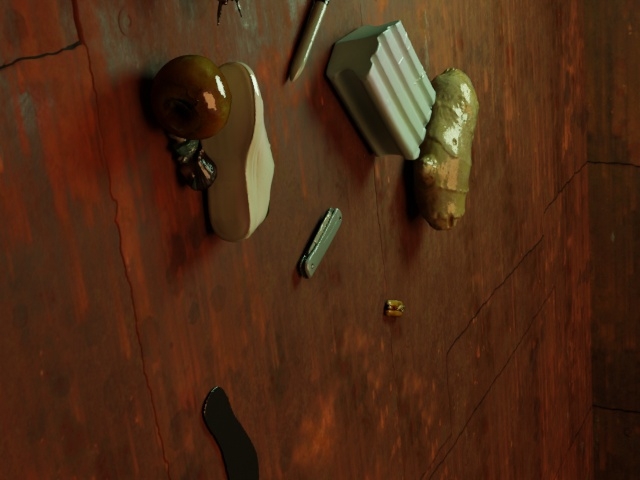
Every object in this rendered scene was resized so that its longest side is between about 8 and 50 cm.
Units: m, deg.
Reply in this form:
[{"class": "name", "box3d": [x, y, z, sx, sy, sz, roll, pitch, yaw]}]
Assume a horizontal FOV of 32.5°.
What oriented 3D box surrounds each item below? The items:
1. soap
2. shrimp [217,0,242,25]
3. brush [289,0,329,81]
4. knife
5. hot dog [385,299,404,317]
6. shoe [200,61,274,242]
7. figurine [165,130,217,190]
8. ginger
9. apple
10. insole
[{"class": "soap", "box3d": [0.119, -0.290, 2.064, 0.289, 0.095, 0.173, 52, 49, -53]}, {"class": "shrimp", "box3d": [-0.143, -0.503, 1.458, 0.221, 0.166, 0.411, -18, 98, -27]}, {"class": "brush", "box3d": [-0.006, -0.394, 1.875, 0.042, 0.039, 0.299, 51, 52, -49]}, {"class": "knife", "box3d": [0.000, 0.000, 1.947, 0.162, 0.023, 0.044, -61, 146, -41]}, {"class": "hot dog", "box3d": [0.157, 0.143, 2.288, 0.083, 0.021, 0.037, 7, 88, -62]}, {"class": "shoe", "box3d": [-0.117, -0.135, 1.628, 0.110, 0.095, 0.265, -30, 126, -65]}, {"class": "figurine", "box3d": [-0.180, -0.120, 1.548, 0.060, 0.047, 0.106, -79, 150, -56]}, {"class": "ginger", "box3d": [0.264, -0.198, 2.347, 0.190, 0.126, 0.354, 24, 70, -51]}, {"class": "apple", "box3d": [-0.170, -0.195, 1.478, 0.114, 0.099, 0.102, 42, 34, -7]}, {"class": "insole", "box3d": [-0.138, 0.327, 1.741, 0.086, 0.005, 0.253, -60, 144, -43]}]
